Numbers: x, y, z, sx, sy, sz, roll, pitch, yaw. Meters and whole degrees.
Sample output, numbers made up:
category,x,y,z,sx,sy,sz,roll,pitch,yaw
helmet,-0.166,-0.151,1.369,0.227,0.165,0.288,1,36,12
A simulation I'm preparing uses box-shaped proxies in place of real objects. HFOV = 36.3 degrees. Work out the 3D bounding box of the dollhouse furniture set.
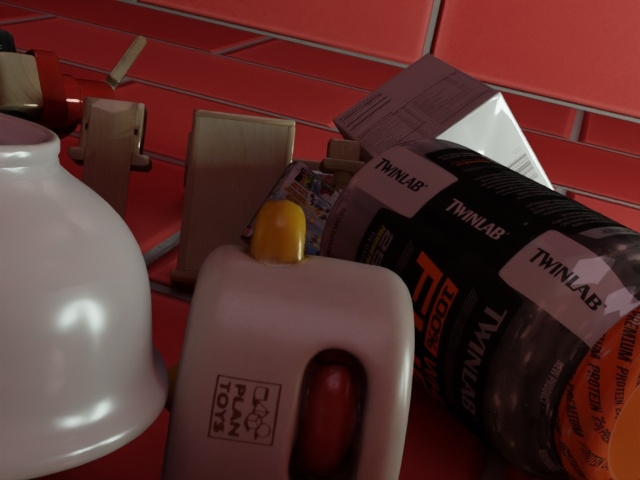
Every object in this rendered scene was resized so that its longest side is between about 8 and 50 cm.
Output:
category,x,y,z,sx,sy,sz,roll,pitch,yaw
dollhouse furniture set,-0.121,-0.032,1.135,0.303,0.174,0.355,7,-4,-7

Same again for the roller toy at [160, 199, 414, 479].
category,x,y,z,sx,sy,sz,roll,pitch,yaw
roller toy,-0.028,0.100,0.614,0.146,0.209,0.191,9,40,-4

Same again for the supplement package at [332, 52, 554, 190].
category,x,y,z,sx,sy,sz,roll,pitch,yaw
supplement package,0.149,-0.082,1.138,0.149,0.194,0.203,-36,29,-1

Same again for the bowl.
category,x,y,z,sx,sy,sz,roll,pitch,yaw
bowl,-0.214,0.001,0.502,0.297,0.134,0.298,12,12,-3

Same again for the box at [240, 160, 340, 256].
category,x,y,z,sx,sy,sz,roll,pitch,yaw
box,0.000,0.000,0.966,0.137,0.094,0.027,40,-19,-20

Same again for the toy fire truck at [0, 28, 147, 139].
category,x,y,z,sx,sy,sz,roll,pitch,yaw
toy fire truck,-0.312,-0.150,1.095,0.246,0.158,0.217,-2,-16,-45

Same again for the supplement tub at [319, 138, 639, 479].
category,x,y,z,sx,sy,sz,roll,pitch,yaw
supplement tub,0.163,0.057,0.816,0.207,0.207,0.338,-2,23,-32
